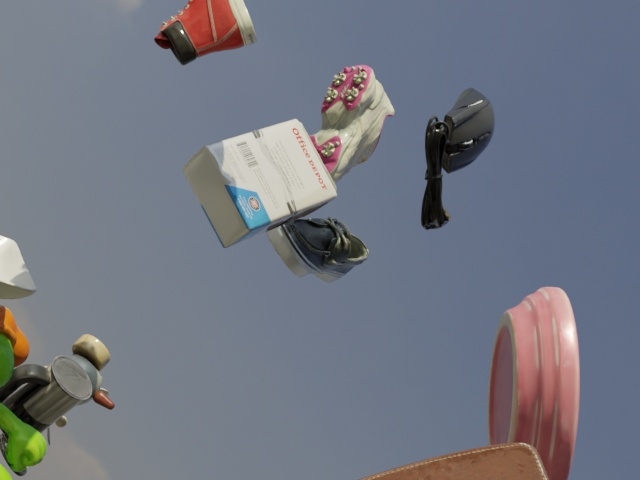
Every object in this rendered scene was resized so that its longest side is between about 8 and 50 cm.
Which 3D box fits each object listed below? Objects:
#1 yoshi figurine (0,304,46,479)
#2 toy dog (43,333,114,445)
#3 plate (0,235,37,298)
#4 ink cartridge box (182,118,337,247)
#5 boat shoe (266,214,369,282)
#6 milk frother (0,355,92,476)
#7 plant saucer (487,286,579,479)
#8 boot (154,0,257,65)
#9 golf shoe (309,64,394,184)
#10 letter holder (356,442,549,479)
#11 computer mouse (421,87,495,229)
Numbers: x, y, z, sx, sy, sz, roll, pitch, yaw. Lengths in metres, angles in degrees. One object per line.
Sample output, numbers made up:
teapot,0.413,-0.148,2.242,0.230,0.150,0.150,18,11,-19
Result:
yoshi figurine,-0.472,0.253,1.285,0.203,0.203,0.362,36,17,-30
toy dog,-0.528,0.340,2.112,0.161,0.220,0.334,45,-18,3
plate,-0.529,0.004,1.287,0.045,0.278,0.277,-66,-153,5
ink cartridge box,-0.088,-0.088,1.458,0.082,0.190,0.140,-34,-98,46
boat shoe,0.000,0.000,1.892,0.121,0.119,0.335,62,14,15
milk frother,-0.435,0.273,1.515,0.134,0.129,0.143,-38,-114,15
plant saucer,0.311,0.234,1.468,0.084,0.332,0.332,4,-47,1
boot,-0.234,-0.436,1.781,0.088,0.176,0.244,74,-4,-63
golf shoe,0.040,-0.161,1.761,0.115,0.306,0.140,20,-13,45
letter holder,0.100,0.309,1.076,0.214,0.301,0.152,-104,176,-46
computer mouse,0.213,-0.117,1.452,0.060,0.262,0.184,10,-66,20
